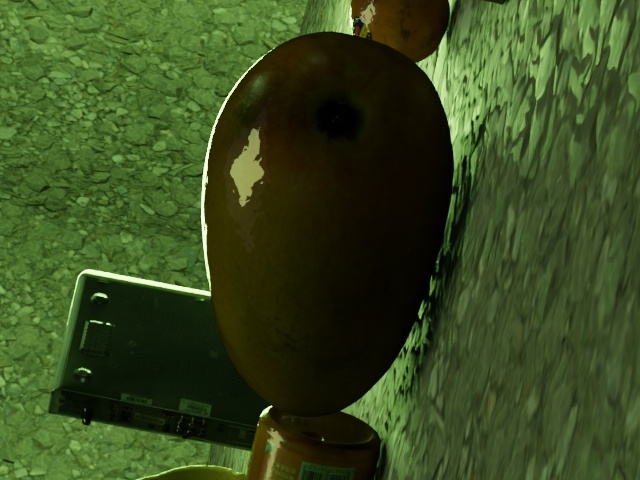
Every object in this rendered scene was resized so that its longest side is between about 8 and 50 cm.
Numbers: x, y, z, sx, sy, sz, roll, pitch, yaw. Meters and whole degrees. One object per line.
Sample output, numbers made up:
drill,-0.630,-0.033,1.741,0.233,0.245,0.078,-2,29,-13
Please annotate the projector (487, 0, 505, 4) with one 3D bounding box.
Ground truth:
projector,0.093,-0.210,1.265,0.083,0.082,0.083,115,165,-71

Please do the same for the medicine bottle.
medicine bottle,-0.019,0.227,1.459,0.096,0.096,0.192,-100,22,-76

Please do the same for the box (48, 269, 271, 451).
box,-0.138,0.129,2.016,0.211,0.270,0.045,-82,6,-49

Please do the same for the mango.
mango,0.000,0.000,1.375,0.211,0.173,0.317,-84,0,-47

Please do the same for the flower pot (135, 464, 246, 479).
flower pot,-0.126,0.352,1.965,0.195,0.195,0.179,-91,1,-67

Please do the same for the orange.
orange,0.065,-0.180,1.539,0.083,0.083,0.084,-169,90,-85
